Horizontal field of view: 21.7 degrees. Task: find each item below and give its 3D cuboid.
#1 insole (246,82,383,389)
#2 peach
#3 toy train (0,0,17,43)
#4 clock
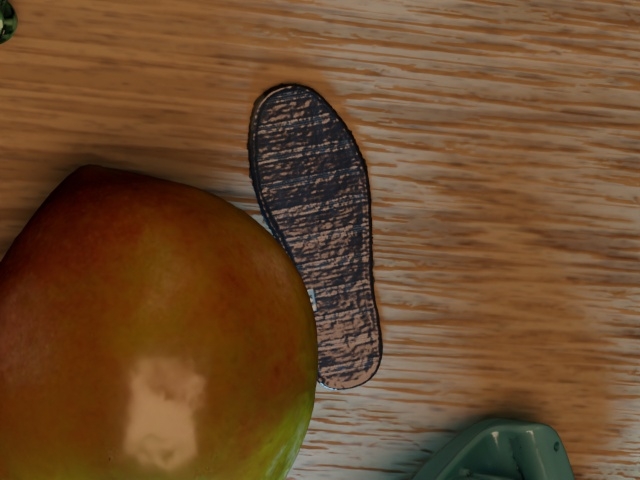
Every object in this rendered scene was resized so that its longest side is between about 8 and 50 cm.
[{"bbox_3d":[0.000,0.000,1.554,0.110,0.012,0.309,-13,111,-9],"label":"insole"},{"bbox_3d":[-0.153,0.097,1.415,0.308,0.308,0.332,-9,95,-9],"label":"peach"},{"bbox_3d":[-0.276,-0.270,1.363,0.119,0.085,0.251,22,100,-3],"label":"toy train"},{"bbox_3d":[0.150,0.318,1.584,0.274,0.094,0.223,-36,114,-40],"label":"clock"}]
